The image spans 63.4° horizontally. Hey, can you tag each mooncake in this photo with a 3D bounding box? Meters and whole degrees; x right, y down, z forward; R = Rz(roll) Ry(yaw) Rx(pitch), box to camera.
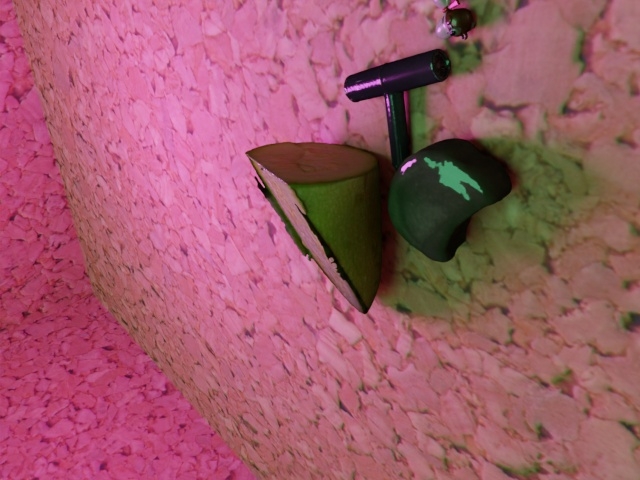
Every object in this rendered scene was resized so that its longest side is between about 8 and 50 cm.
[{"bbox_3d":[0.185,-0.057,0.738,0.175,0.104,0.168,-14,97,51],"label":"mooncake"}]

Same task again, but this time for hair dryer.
[{"bbox_3d":[0.132,-0.174,0.785,0.173,0.050,0.194,2,118,52],"label":"hair dryer"}]

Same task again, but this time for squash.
[{"bbox_3d":[0.000,0.000,0.919,0.234,0.210,0.308,39,135,51],"label":"squash"}]

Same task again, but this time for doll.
[{"bbox_3d":[0.166,-0.300,0.666,0.058,0.040,0.085,20,127,57],"label":"doll"}]
